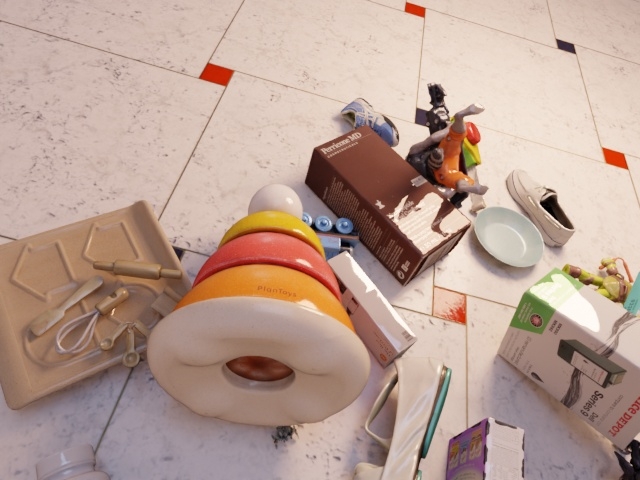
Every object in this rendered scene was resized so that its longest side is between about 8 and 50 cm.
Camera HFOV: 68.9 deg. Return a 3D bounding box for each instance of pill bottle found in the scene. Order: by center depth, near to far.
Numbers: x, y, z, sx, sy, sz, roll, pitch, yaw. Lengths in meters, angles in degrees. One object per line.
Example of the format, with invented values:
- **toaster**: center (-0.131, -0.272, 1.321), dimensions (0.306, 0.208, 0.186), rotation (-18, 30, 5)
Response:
- **pill bottle**: center (-0.355, 0.410, 0.682), dimensions (0.108, 0.108, 0.193), rotation (-16, 61, -24)

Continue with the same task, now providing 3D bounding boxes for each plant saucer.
- **plant saucer**: center (0.490, -0.004, 1.233), dimensions (0.195, 0.037, 0.194), rotation (7, 55, -10)

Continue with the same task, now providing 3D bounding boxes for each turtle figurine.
- **turtle figurine**: center (0.723, 0.135, 1.161), dimensions (0.218, 0.087, 0.269), rotation (10, 58, -4)

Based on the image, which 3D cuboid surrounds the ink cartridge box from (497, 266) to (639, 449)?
- **ink cartridge box**: center (0.531, 0.227, 0.927), dimensions (0.122, 0.211, 0.289), rotation (-27, 48, -29)

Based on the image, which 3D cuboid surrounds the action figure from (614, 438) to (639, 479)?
- **action figure**: center (0.672, 0.439, 0.913), dimensions (0.276, 0.141, 0.164), rotation (-31, 74, -2)

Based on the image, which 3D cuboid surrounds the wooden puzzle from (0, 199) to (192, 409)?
- **wooden puzzle**: center (-0.444, 0.106, 0.898), dimensions (0.348, 0.080, 0.322), rotation (-25, 64, -23)

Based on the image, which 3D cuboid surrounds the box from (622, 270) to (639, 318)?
- **box**: center (0.753, 0.196, 1.079), dimensions (0.101, 0.060, 0.244), rotation (30, 81, 2)

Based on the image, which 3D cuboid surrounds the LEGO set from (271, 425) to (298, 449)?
- **LEGO set**: center (-0.063, 0.340, 0.858), dimensions (0.054, 0.023, 0.083), rotation (10, 54, -7)

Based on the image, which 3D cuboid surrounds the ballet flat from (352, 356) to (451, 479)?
- **ballet flat**: center (0.130, 0.384, 0.825), dimensions (0.139, 0.139, 0.400), rotation (24, 55, 3)

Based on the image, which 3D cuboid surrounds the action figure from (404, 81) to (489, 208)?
- **action figure**: center (0.287, -0.237, 1.178), dimensions (0.179, 0.330, 0.341), rotation (-15, 91, -12)

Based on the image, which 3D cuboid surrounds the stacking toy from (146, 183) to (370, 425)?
- **stacking toy**: center (-0.087, 0.064, 0.878), dimensions (0.351, 0.350, 0.479), rotation (11, 45, -7)

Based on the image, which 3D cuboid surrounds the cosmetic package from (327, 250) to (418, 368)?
- **cosmetic package**: center (0.093, 0.146, 0.990), dimensions (0.060, 0.098, 0.239), rotation (-27, 66, -26)

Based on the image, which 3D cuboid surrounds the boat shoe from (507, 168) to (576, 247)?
- **boat shoe**: center (0.620, -0.110, 1.307), dimensions (0.096, 0.088, 0.267), rotation (-3, 57, -16)

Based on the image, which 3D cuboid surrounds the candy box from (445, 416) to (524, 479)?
- **candy box**: center (0.274, 0.428, 0.795), dimensions (0.070, 0.164, 0.196), rotation (18, 54, 1)

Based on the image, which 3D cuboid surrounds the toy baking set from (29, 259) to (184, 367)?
- **toy baking set**: center (-0.369, 0.119, 0.835), dimensions (0.256, 0.030, 0.196), rotation (11, 57, -3)

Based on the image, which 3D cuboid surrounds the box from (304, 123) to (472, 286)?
- **box**: center (0.158, -0.097, 1.153), dimensions (0.191, 0.143, 0.381), rotation (-31, 66, -30)

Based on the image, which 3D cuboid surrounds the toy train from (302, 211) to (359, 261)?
- **toy train**: center (0.000, 0.000, 1.084), dimensions (0.184, 0.080, 0.105), rotation (8, 63, -11)

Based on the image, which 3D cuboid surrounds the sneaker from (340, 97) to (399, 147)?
- **sneaker**: center (0.143, -0.330, 1.356), dimensions (0.081, 0.080, 0.211), rotation (-31, 58, -23)

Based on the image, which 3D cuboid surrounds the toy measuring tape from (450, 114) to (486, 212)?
- **toy measuring tape**: center (0.401, -0.239, 1.328), dimensions (0.122, 0.121, 0.329), rotation (6, 60, -10)
